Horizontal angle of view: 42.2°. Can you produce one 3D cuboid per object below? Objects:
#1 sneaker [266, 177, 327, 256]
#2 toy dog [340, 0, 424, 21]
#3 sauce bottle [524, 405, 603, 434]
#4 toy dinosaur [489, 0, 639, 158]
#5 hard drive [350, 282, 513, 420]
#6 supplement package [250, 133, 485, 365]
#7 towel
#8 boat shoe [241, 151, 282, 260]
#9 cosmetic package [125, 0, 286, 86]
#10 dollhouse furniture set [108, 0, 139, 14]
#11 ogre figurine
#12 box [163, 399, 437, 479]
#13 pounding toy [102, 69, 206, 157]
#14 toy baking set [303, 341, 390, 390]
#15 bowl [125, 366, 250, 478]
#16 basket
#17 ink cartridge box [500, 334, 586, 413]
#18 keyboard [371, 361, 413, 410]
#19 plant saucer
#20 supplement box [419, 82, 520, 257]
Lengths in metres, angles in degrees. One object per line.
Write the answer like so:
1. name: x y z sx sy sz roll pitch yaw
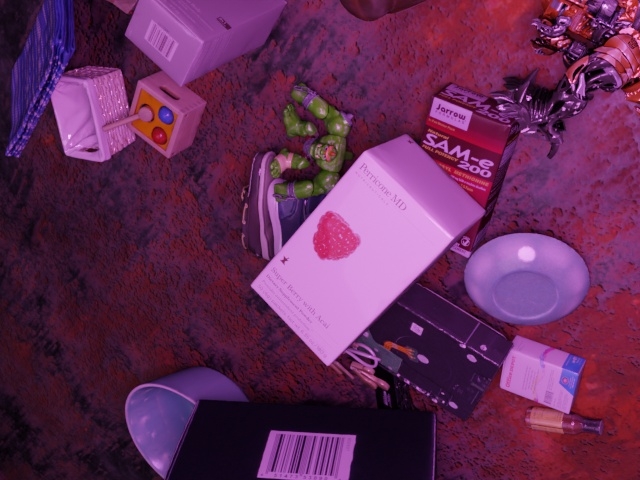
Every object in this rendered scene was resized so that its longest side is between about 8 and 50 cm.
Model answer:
1. sneaker: -0.001 0.000 1.489 0.163 0.086 0.226 8 127 26
2. toy dog: 0.033 -0.481 1.051 0.395 0.284 0.408 -31 99 42
3. sauce bottle: 0.417 0.312 1.419 0.128 0.042 0.042 4 118 33
4. toy dinosaur: 0.347 -0.228 1.082 0.218 0.164 0.322 -38 70 26
5. hard drive: 0.150 0.159 1.453 0.339 0.064 0.237 31 148 15
6. supplement package: 0.070 0.011 1.248 0.177 0.175 0.293 45 119 8
7. towel: -0.545 -0.345 1.589 0.336 0.040 0.243 -43 47 42
8. boat shoe: -0.115 -0.065 1.529 0.069 0.081 0.227 17 127 21
9. cosmetic package: -0.174 -0.348 1.299 0.127 0.238 0.107 41 135 3
10. dollhouse furniture set: -0.354 -0.510 1.424 0.129 0.129 0.183 37 101 10
11. ogre figurine: -0.011 -0.157 1.395 0.118 0.097 0.197 13 79 19
12. box: -0.016 0.582 1.596 0.480 0.297 0.471 1 122 10
13. pounding toy: -0.312 -0.233 1.550 0.141 0.100 0.130 37 131 10
14. toy baking set: 0.039 0.203 1.548 0.197 0.030 0.256 23 158 28
15. bowl: -0.266 0.408 1.861 0.311 0.163 0.311 17 124 26
16. basket: -0.446 -0.253 1.628 0.113 0.103 0.167 11 121 29
17. ink cartridge box: 0.371 0.223 1.390 0.122 0.052 0.088 18 125 24
18. keyboard: 0.148 0.305 1.614 0.100 0.038 0.192 26 133 50
19. plant saucer: 0.322 0.075 1.303 0.195 0.037 0.195 7 130 9
20. supplement box: 0.216 -0.107 1.285 0.130 0.073 0.239 25 127 20
